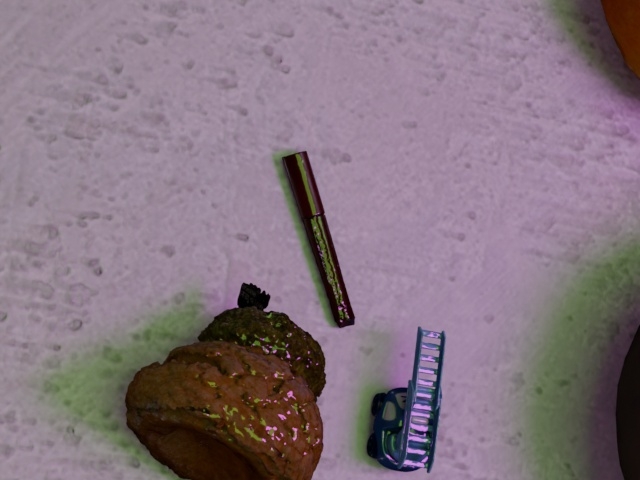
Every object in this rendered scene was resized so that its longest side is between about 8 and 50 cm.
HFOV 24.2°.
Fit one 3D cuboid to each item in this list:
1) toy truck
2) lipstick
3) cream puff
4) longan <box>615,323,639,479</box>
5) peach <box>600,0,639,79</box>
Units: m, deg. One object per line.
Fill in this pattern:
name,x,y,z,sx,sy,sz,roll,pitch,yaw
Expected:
toy truck,0.088,0.154,1.431,0.063,0.074,0.136,10,78,-17
lipstick,-0.001,0.000,1.450,0.027,0.027,0.177,-16,89,-20
cream puff,-0.067,0.128,1.341,0.183,0.183,0.169,35,60,-11
longan,0.479,0.163,1.421,0.404,0.336,0.405,1,78,-7
peach,0.439,-0.252,1.506,0.307,0.289,0.289,18,77,-22
